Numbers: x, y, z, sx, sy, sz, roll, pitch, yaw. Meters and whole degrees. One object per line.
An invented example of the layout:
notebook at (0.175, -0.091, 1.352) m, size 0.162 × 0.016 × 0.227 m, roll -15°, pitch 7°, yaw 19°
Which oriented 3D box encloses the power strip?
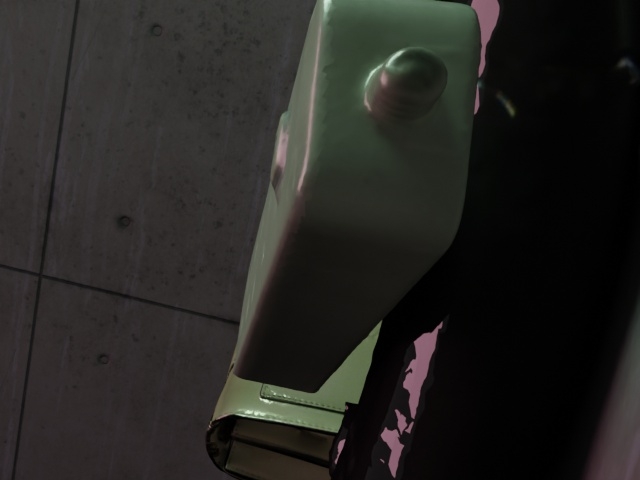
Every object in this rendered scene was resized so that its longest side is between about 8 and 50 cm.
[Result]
power strip at (0.000, 0.000, 0.493) m, size 0.385 × 0.062 × 0.091 m, roll 114°, pitch 164°, yaw -73°

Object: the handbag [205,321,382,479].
handbag at (0.016, 0.132, 1.293) m, size 0.358 × 0.237 × 0.160 m, roll -74°, pitch -1°, yaw -46°

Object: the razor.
razor at (0.079, 0.024, 0.534) m, size 0.189 × 0.107 × 0.327 m, roll -74°, pitch -2°, yaw -82°
